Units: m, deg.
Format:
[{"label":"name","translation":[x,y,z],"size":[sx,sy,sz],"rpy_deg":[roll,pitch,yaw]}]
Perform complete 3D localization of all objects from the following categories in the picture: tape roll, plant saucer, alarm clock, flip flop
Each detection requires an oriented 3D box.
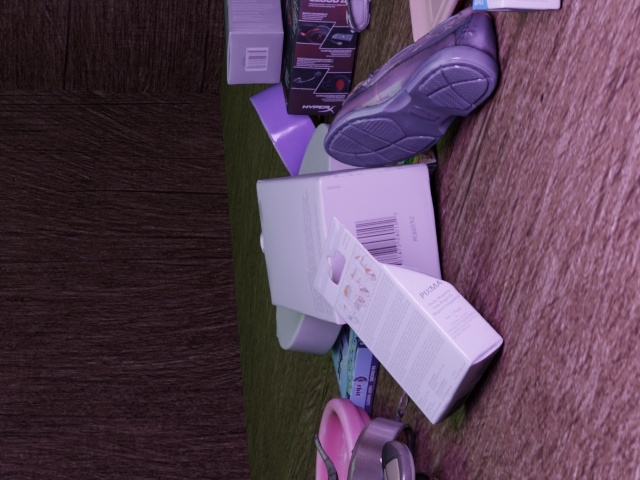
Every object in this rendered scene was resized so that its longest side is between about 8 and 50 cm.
[{"label":"tape roll","translation":[0.000,0.000,2.180],"size":[0.392,0.072,0.392],"rpy_deg":[-171,90,-80]},{"label":"plant saucer","translation":[0.058,0.407,1.987],"size":[0.332,0.084,0.332],"rpy_deg":[180,90,-81]},{"label":"alarm clock","translation":[0.086,0.289,1.774],"size":[0.192,0.064,0.129],"rpy_deg":[-65,-25,-22]},{"label":"flip flop","translation":[0.123,0.342,1.660],"size":[0.277,0.080,0.112],"rpy_deg":[77,-171,-50]},{"label":"tape roll","translation":[-0.053,-0.198,2.398],"size":[0.189,0.080,0.189],"rpy_deg":[62,178,3]}]

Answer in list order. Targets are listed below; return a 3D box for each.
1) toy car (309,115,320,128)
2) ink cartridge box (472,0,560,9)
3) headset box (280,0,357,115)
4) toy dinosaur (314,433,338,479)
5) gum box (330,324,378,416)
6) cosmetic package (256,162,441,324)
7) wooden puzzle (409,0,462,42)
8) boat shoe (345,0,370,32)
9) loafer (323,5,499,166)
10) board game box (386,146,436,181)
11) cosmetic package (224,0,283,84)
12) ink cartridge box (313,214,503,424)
[{"label":"toy car","translation":[-0.073,-0.346,2.503],"size":[0.225,0.053,0.239],"rpy_deg":[31,-130,-59]},{"label":"ink cartridge box","translation":[0.193,-0.316,1.267],"size":[0.104,0.061,0.181],"rpy_deg":[-141,52,-77]},{"label":"headset box","translation":[-0.004,-0.396,2.253],"size":[0.218,0.110,0.293],"rpy_deg":[-101,14,-49]},{"label":"toy dinosaur","translation":[0.011,0.395,1.858],"size":[0.268,0.064,0.118],"rpy_deg":[-109,28,-67]},{"label":"gum box","translation":[0.055,0.176,2.122],"size":[0.184,0.041,0.157],"rpy_deg":[-104,18,-53]},{"label":"cosmetic package","translation":[0.029,-0.001,1.800],"size":[0.365,0.155,0.197],"rpy_deg":[-168,70,-75]},{"label":"wooden puzzle","translation":[0.157,-0.378,1.555],"size":[0.239,0.044,0.221],"rpy_deg":[121,148,-63]},{"label":"boat shoe","translation":[0.058,-0.396,2.089],"size":[0.038,0.046,0.125],"rpy_deg":[-112,22,-66]},{"label":"loafer","translation":[0.111,-0.175,1.538],"size":[0.302,0.109,0.095],"rpy_deg":[-30,41,54]},{"label":"board game box","translation":[0.115,-0.094,1.822],"size":[0.260,0.030,0.136],"rpy_deg":[107,158,-60]},{"label":"cosmetic package","translation":[-0.122,-0.403,2.323],"size":[0.127,0.107,0.238],"rpy_deg":[96,168,-48]},{"label":"ink cartridge box","translation":[0.096,0.084,1.514],"size":[0.232,0.066,0.189],"rpy_deg":[52,156,18]}]
